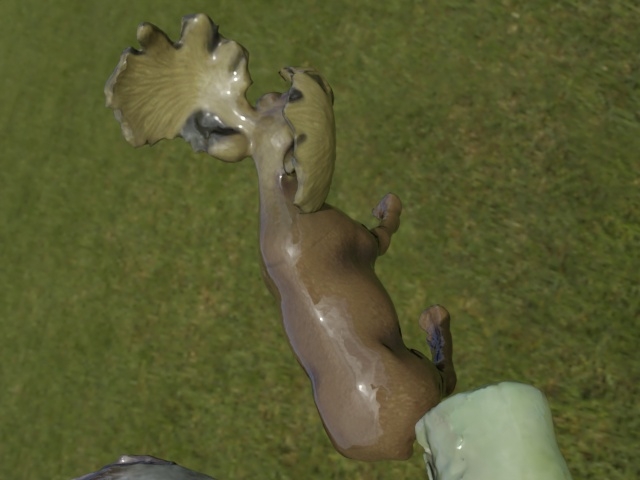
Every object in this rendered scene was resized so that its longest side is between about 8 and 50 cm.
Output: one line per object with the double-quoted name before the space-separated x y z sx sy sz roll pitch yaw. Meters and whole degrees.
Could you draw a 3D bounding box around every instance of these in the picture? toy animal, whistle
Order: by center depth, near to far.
"whistle" 0.076 0.162 0.294 0.126 0.067 0.258 118 145 -52
"toy animal" 0.000 0.000 0.508 0.093 0.186 0.214 -25 80 17

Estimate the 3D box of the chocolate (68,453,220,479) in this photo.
"chocolate" -0.155 0.356 0.906 0.213 0.303 0.303 -106 37 -82
